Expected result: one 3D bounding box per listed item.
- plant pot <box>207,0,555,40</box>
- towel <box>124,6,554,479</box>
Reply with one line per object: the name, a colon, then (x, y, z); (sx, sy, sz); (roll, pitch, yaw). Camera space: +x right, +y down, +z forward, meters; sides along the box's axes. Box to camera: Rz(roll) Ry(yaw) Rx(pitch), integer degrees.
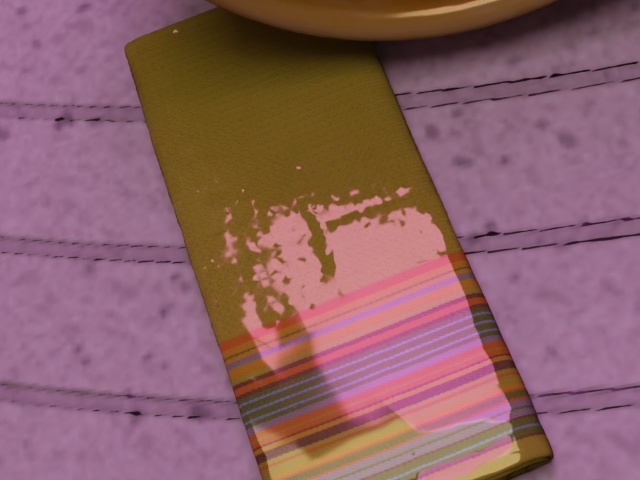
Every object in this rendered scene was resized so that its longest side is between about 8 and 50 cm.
plant pot: (0.021, -0.248, 0.553); (0.254, 0.254, 0.239); (-13, 50, 9)
towel: (0.000, 0.000, 0.568); (0.102, 0.021, 0.237); (-21, 63, -1)
